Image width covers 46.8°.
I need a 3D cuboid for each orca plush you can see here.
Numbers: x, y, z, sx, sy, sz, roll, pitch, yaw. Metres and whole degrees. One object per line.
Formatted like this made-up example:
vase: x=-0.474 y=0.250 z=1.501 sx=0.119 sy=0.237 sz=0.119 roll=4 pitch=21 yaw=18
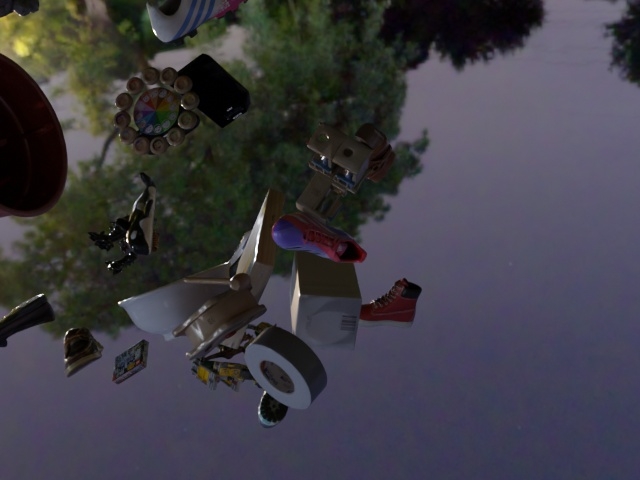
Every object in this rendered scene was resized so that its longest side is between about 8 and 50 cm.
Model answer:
orca plush: x=-0.506 y=-0.071 z=2.011 sx=0.102 sy=0.151 sz=0.287 roll=3 pitch=-124 yaw=-11

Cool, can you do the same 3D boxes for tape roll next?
tape roll: x=-0.090 y=0.328 z=1.895 sx=0.219 sy=0.219 sz=0.072 roll=7 pitch=-140 yaw=41

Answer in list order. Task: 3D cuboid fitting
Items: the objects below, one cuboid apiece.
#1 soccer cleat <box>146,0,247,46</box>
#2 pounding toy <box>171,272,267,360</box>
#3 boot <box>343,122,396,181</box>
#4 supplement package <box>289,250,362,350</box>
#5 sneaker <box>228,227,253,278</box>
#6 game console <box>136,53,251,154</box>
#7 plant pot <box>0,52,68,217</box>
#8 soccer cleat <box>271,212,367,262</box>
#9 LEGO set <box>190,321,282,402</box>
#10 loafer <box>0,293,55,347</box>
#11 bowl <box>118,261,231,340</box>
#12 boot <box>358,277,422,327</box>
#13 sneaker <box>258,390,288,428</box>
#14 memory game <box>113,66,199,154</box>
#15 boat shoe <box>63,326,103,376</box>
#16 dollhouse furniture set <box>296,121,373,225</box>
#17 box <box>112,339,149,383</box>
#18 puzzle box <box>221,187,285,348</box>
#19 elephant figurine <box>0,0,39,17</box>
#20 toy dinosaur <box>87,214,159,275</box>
soccer cleat: x=-0.312 y=-0.654 z=1.963 sx=0.331 sy=0.143 sz=0.116 roll=-41 pitch=-135 yaw=-16
pounding toy: x=-0.233 y=0.143 z=1.689 sx=0.269 sy=0.155 sz=0.154 roll=-40 pitch=169 yaw=28
boot: x=0.097 y=-0.177 z=1.800 sx=0.197 sy=0.152 sz=0.073 roll=-44 pitch=-126 yaw=5
supplement package: x=0.009 y=0.158 z=2.129 sx=0.175 sy=0.178 sz=0.293 roll=4 pitch=-152 yaw=-7
sneaker: x=-0.237 y=0.100 z=2.431 sx=0.107 sy=0.283 sz=0.124 roll=0 pitch=-139 yaw=-37
game console: x=-0.383 y=-0.356 z=2.055 sx=0.361 sy=0.213 sz=0.044 roll=-30 pitch=-132 yaw=21
plant pot: x=-0.605 y=-0.137 z=1.194 sx=0.265 sy=0.273 sz=0.272 roll=-14 pitch=-162 yaw=19
soccer cleat: x=0.000 y=0.000 z=1.563 sx=0.095 sy=0.083 sz=0.248 roll=22 pitch=-178 yaw=40
LEGO set: x=-0.245 y=0.367 z=2.343 sx=0.331 sy=0.255 sz=0.192 roll=23 pitch=177 yaw=-36
loafer: x=-0.948 y=0.279 z=2.235 sx=0.302 sy=0.095 sz=0.109 roll=-35 pitch=-161 yaw=-24
bowl: x=-0.344 y=0.165 z=1.855 sx=0.297 sy=0.134 sz=0.298 roll=-19 pitch=-179 yaw=0
boot: x=0.200 y=0.191 z=2.392 sx=0.244 sy=0.176 sz=0.088 roll=3 pitch=-148 yaw=-12
sneaker: x=-0.131 y=0.463 z=2.335 sx=0.110 sy=0.122 sz=0.283 roll=27 pitch=-127 yaw=1
memory game: x=-0.325 y=-0.257 z=1.454 sx=0.186 sy=0.186 sz=0.012 roll=-6 pitch=168 yaw=14
boat shoe: x=-0.766 y=0.338 z=2.335 sx=0.123 sy=0.123 sz=0.342 roll=-32 pitch=-174 yaw=-7
dollhouse furniture set: x=0.007 y=-0.131 z=1.588 sx=0.184 sy=0.129 sz=0.129 roll=-56 pitch=171 yaw=-13
box: x=-0.593 y=0.379 z=2.307 sx=0.137 sy=0.027 sz=0.094 roll=-33 pitch=-139 yaw=25
puzzle box: x=-0.177 y=0.065 z=1.974 sx=0.052 sy=0.272 sz=0.409 roll=21 pitch=-152 yaw=-10
elephant figurine: x=-0.754 y=-0.496 z=1.619 sx=0.239 sy=0.186 sz=0.169 roll=-31 pitch=165 yaw=23
toy dinosaur: x=-0.612 y=-0.016 z=2.389 sx=0.218 sy=0.164 sz=0.322 roll=-37 pitch=-170 yaw=-25
